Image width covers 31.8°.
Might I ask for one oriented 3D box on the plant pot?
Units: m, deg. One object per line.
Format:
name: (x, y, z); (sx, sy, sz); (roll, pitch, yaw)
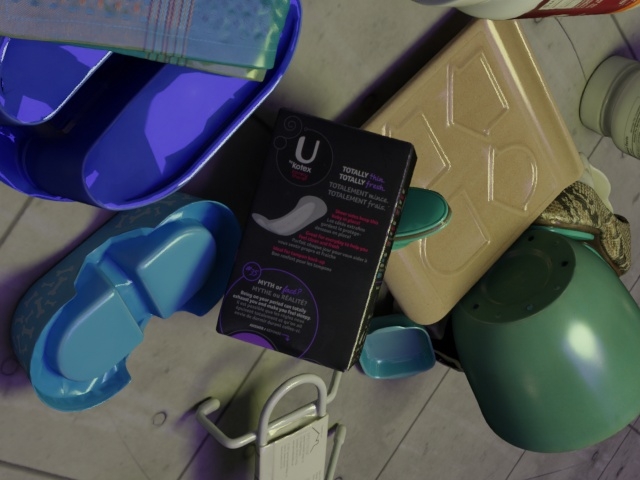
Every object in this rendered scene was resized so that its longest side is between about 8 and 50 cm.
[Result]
plant pot: (0.329, 0.127, 1.661); (0.293, 0.293, 0.235); (-46, 128, -16)

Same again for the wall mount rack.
wall mount rack: (-0.037, 0.285, 1.612); (0.304, 0.130, 0.350); (-22, 131, -34)

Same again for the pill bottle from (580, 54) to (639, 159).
pill bottle: (0.577, -0.193, 1.826); (0.160, 0.283, 0.160); (-29, 135, -33)

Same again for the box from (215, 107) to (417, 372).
box: (0.000, 0.000, 1.320); (0.143, 0.165, 0.270); (8, 99, -83)

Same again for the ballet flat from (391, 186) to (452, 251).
ballet flat: (0.046, -0.013, 1.441); (0.247, 0.083, 0.087); (-8, 150, 4)

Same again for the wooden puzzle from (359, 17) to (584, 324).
wooden puzzle: (0.181, -0.102, 1.561); (0.348, 0.080, 0.322); (-42, 124, -13)

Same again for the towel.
towel: (-0.118, -0.328, 0.903); (0.271, 0.040, 0.370); (7, 103, -32)

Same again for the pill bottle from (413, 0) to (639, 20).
pill bottle: (0.262, -0.383, 1.370); (0.392, 0.224, 0.224); (-13, 125, -44)

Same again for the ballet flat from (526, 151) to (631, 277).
ballet flat: (0.422, -0.053, 1.889); (0.483, 0.164, 0.182); (25, 74, -59)

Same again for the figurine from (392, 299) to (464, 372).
figurine: (0.222, 0.073, 1.792); (0.209, 0.092, 0.215); (-57, 144, -14)

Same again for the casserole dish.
casserole dish: (0.113, 0.159, 1.708); (0.114, 0.037, 0.188); (-11, 148, 7)

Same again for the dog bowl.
dog bowl: (-0.221, 0.058, 1.265); (0.297, 0.074, 0.166); (-43, 142, -20)

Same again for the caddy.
caddy: (-0.185, -0.186, 1.045); (0.341, 0.179, 0.241); (-48, 119, -12)
